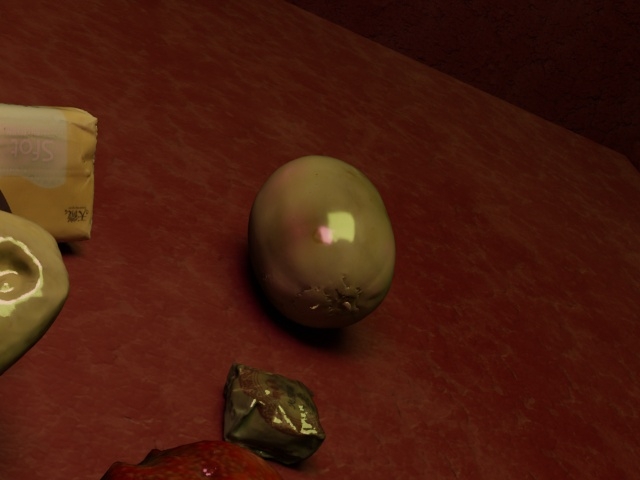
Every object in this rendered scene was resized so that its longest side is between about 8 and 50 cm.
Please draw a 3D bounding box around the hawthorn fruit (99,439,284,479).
[{"bbox_3d":[-0.099,0.325,0.989,0.300,0.254,0.254,52,29,14],"label":"hawthorn fruit"}]

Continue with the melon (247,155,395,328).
[{"bbox_3d":[0.000,0.000,1.758,0.223,0.223,0.317,20,32,-24],"label":"melon"}]

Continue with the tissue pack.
[{"bbox_3d":[-0.400,-0.088,1.514,0.090,0.186,0.222,9,6,41],"label":"tissue pack"}]

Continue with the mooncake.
[{"bbox_3d":[-0.058,0.213,1.461,0.129,0.073,0.125,25,23,-17],"label":"mooncake"}]

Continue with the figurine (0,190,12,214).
[{"bbox_3d":[-0.497,-0.030,1.310,0.218,0.206,0.365,-32,32,-28],"label":"figurine"}]

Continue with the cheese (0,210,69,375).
[{"bbox_3d":[-0.422,0.026,1.078,0.328,0.129,0.351,-33,86,-27],"label":"cheese"}]
